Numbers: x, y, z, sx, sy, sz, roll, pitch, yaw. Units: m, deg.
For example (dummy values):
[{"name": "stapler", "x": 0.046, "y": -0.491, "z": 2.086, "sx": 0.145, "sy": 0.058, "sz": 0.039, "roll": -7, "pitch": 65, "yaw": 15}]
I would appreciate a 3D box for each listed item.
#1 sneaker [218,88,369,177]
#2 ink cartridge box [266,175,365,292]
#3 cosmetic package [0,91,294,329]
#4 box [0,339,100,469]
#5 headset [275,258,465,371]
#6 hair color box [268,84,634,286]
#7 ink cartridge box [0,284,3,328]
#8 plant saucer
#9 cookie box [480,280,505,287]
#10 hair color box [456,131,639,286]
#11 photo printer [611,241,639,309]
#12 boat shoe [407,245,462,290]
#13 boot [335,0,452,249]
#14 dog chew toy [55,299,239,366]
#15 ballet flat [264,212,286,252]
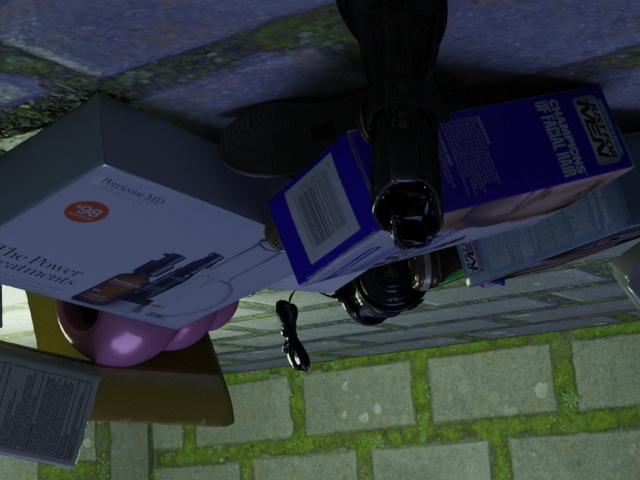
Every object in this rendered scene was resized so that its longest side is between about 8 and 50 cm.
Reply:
[{"name": "sneaker", "x": 0.009, "y": -0.102, "z": 1.200, "sx": 0.222, "sy": 0.083, "sz": 0.118, "roll": -8, "pitch": 168, "yaw": 15}, {"name": "ink cartridge box", "x": 0.008, "y": -0.049, "z": 1.542, "sx": 0.308, "sy": 0.091, "sz": 0.385, "roll": 7, "pitch": 147, "yaw": -40}, {"name": "cosmetic package", "x": -0.207, "y": -0.015, "z": 1.296, "sx": 0.284, "sy": 0.097, "sz": 0.377, "roll": -28, "pitch": 150, "yaw": 31}, {"name": "box", "x": -0.460, "y": 0.232, "z": 1.639, "sx": 0.232, "sy": 0.148, "sz": 0.127, "roll": 16, "pitch": 180, "yaw": -16}, {"name": "headset", "x": 0.113, "y": 0.100, "z": 1.948, "sx": 0.394, "sy": 0.185, "sz": 0.243, "roll": -12, "pitch": 170, "yaw": -16}, {"name": "hair color box", "x": 0.139, "y": -0.059, "z": 1.162, "sx": 0.339, "sy": 0.110, "sz": 0.185, "roll": -16, "pitch": 168, "yaw": -32}, {"name": "ink cartridge box", "x": -0.569, "y": 0.053, "z": 1.568, "sx": 0.218, "sy": 0.158, "sz": 0.092, "roll": -3, "pitch": 171, "yaw": -2}, {"name": "plant saucer", "x": -0.317, "y": 0.159, "z": 1.899, "sx": 0.333, "sy": 0.332, "sz": 0.081, "roll": 8, "pitch": 130, "yaw": -33}, {"name": "cookie box", "x": 0.264, "y": 0.016, "z": 1.784, "sx": 0.040, "sy": 0.107, "sz": 0.092, "roll": -7, "pitch": 167, "yaw": 22}, {"name": "hair color box", "x": 0.345, "y": -0.041, "z": 1.448, "sx": 0.185, "sy": 0.113, "sz": 0.374, "roll": -12, "pitch": 173, "yaw": -24}, {"name": "photo printer", "x": 0.544, "y": -0.009, "z": 1.475, "sx": 0.308, "sy": 0.107, "sz": 0.256, "roll": -36, "pitch": 176, "yaw": 10}, {"name": "boat shoe", "x": 0.184, "y": 0.015, "z": 1.712, "sx": 0.095, "sy": 0.095, "sz": 0.257, "roll": -4, "pitch": -168, "yaw": 3}, {"name": "boot", "x": 0.058, "y": -0.104, "z": 0.849, "sx": 0.091, "sy": 0.228, "sz": 0.263, "roll": -6, "pitch": 168, "yaw": 8}, {"name": "dog chew toy", "x": -0.260, "y": 0.092, "z": 1.787, "sx": 0.207, "sy": 0.206, "sz": 0.332, "roll": -13, "pitch": 172, "yaw": 37}, {"name": "ballet flat", "x": 0.015, "y": -0.065, "z": 1.256, "sx": 0.206, "sy": 0.073, "sz": 0.067, "roll": -44, "pitch": 171, "yaw": -30}]
